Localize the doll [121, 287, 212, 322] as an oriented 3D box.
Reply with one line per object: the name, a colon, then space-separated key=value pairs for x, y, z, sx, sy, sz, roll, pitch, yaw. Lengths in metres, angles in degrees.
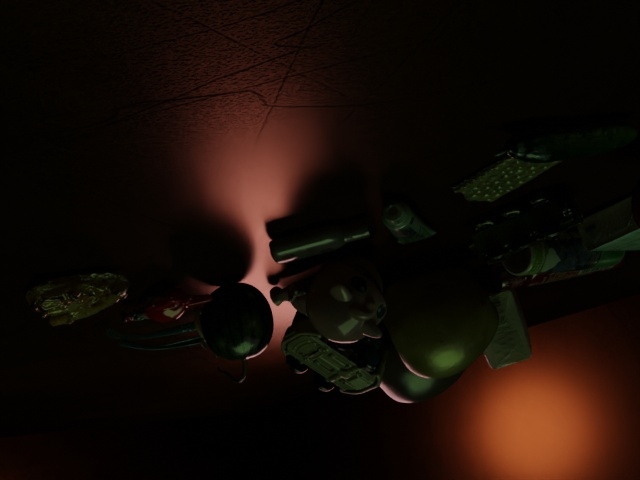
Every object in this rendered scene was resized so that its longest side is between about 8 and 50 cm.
doll: x=-0.292 y=0.125 z=1.686 sx=0.169 sy=0.057 sz=0.109 roll=-24 pitch=164 yaw=33

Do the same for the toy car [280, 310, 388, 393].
toy car: x=0.045 y=0.221 z=2.143 sx=0.248 sy=0.198 sz=0.204 roll=35 pitch=140 yaw=-19

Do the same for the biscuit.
biscuit: x=0.295 y=-0.104 z=1.458 sx=0.144 sy=0.016 sz=0.203 roll=-3 pitch=161 yaw=-37

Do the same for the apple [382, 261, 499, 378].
apple: x=0.256 y=0.168 z=2.022 sx=0.262 sy=0.262 sz=0.262 roll=-13 pitch=166 yaw=-3

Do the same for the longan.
longan: x=0.250 y=0.258 z=2.314 sx=0.288 sy=0.288 sz=0.350 roll=-20 pitch=176 yaw=23

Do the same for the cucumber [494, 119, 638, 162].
cucumber: x=0.341 y=-0.140 z=1.291 sx=0.250 sy=0.056 sz=0.056 roll=-8 pitch=165 yaw=-26

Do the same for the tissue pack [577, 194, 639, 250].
tissue pack: x=0.693 y=-0.040 z=1.942 sx=0.263 sy=0.089 sz=0.177 roll=0 pitch=159 yaw=-38

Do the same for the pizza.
pizza: x=-0.397 y=0.090 z=1.455 sx=0.182 sy=0.063 sz=0.161 roll=-17 pitch=160 yaw=19

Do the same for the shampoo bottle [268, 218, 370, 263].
shampoo bottle: x=0.000 y=0.000 z=1.522 sx=0.165 sy=0.040 sz=0.080 roll=-14 pitch=164 yaw=6

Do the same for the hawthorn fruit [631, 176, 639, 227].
hawthorn fruit: x=0.613 y=-0.097 z=1.460 sx=0.208 sy=0.208 sz=0.248 roll=-11 pitch=142 yaw=-10

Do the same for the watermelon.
watermelon: x=-0.154 y=0.174 z=1.746 sx=0.140 sy=0.187 sz=0.141 roll=-10 pitch=175 yaw=-1

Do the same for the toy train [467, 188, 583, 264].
toy train: x=0.387 y=-0.025 z=1.713 sx=0.225 sy=0.090 sz=0.137 roll=-25 pitch=169 yaw=37

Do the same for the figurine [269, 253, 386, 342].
figurine: x=0.026 y=0.097 z=1.773 sx=0.186 sy=0.176 sz=0.287 roll=-52 pitch=-165 yaw=-16

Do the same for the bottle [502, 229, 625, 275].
bottle: x=0.537 y=0.022 z=2.014 sx=0.330 sy=0.093 sz=0.093 roll=-3 pitch=162 yaw=-38

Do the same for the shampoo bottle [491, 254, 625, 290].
shampoo bottle: x=0.569 y=0.057 z=2.211 sx=0.314 sy=0.076 sz=0.118 roll=-11 pitch=167 yaw=-9

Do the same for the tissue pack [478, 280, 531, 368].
tissue pack: x=0.453 y=0.204 z=2.328 sx=0.124 sy=0.185 sz=0.225 roll=-17 pitch=-177 yaw=12

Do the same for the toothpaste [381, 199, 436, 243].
toothpaste: x=0.146 y=-0.025 z=1.567 sx=0.074 sy=0.048 sz=0.297 roll=-16 pitch=168 yaw=11

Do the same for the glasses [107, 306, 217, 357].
glasses: x=-0.324 y=0.184 z=1.932 sx=0.220 sy=0.088 sz=0.190 roll=6 pitch=167 yaw=3
